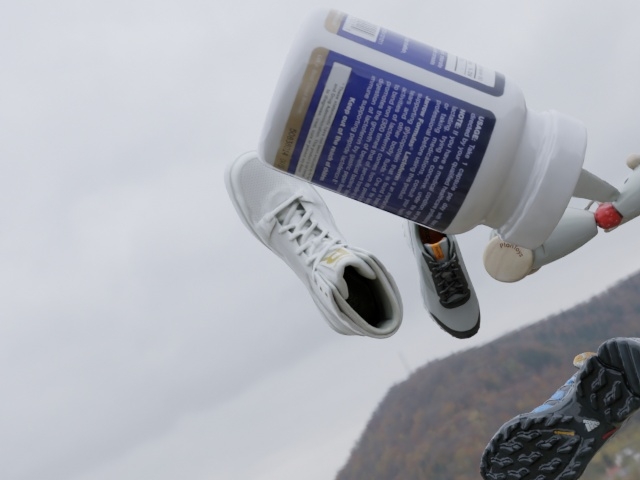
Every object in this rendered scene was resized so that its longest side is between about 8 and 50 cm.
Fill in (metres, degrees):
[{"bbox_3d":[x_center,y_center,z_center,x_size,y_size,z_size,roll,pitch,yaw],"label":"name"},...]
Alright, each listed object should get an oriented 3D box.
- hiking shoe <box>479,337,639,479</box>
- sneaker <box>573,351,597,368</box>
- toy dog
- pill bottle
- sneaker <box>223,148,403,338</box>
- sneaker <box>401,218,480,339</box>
[{"bbox_3d":[0.340,0.240,1.203,0.132,0.113,0.304,-4,-37,-53],"label":"hiking shoe"},{"bbox_3d":[0.410,0.186,1.362,0.083,0.032,0.037,-2,-53,-20],"label":"sneaker"},{"bbox_3d":[0.402,-0.059,1.553,0.333,0.161,0.220,-28,-8,-3],"label":"toy dog"},{"bbox_3d":[0.089,-0.094,0.823,0.264,0.153,0.153,21,-25,-2],"label":"pill bottle"},{"bbox_3d":[0.000,0.000,1.150,0.108,0.292,0.169,-41,10,-13],"label":"sneaker"},{"bbox_3d":[0.219,0.054,1.681,0.100,0.271,0.108,-21,-1,0],"label":"sneaker"}]
